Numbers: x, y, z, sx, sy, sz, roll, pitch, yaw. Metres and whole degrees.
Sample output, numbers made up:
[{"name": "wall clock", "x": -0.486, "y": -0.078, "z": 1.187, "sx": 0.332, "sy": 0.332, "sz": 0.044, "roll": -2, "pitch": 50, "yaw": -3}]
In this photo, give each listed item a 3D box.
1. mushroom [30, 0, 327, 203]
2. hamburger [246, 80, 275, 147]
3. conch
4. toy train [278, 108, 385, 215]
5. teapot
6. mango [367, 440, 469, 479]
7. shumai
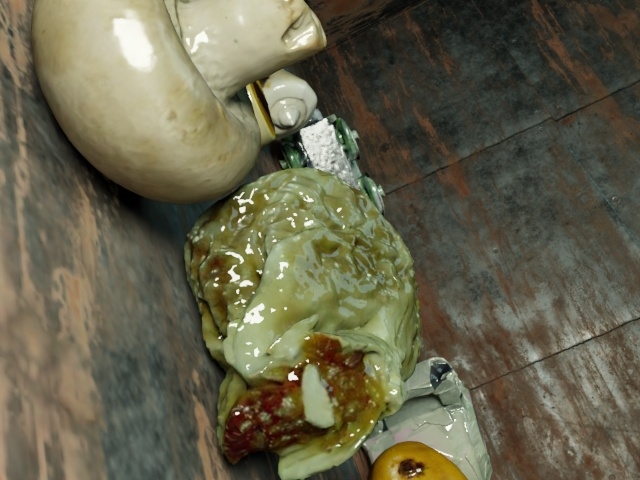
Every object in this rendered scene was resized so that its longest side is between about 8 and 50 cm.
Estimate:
[{"name": "mushroom", "x": -0.095, "y": -0.134, "z": 0.466, "sx": 0.204, "sy": 0.204, "sz": 0.204, "roll": -24, "pitch": 90, "yaw": -82}, {"name": "hamburger", "x": -0.113, "y": -0.172, "z": 0.864, "sx": 0.126, "sy": 0.082, "sz": 0.141, "roll": 51, "pitch": 21, "yaw": -72}, {"name": "conch", "x": -0.111, "y": -0.257, "z": 1.126, "sx": 0.158, "sy": 0.127, "sz": 0.255, "roll": 20, "pitch": 14, "yaw": -38}, {"name": "toy train", "x": 0.022, "y": -0.133, "z": 1.391, "sx": 0.249, "sy": 0.174, "sz": 0.307, "roll": -134, "pitch": -160, "yaw": -87}, {"name": "teapot", "x": 0.140, "y": 0.286, "z": 0.906, "sx": 0.221, "sy": 0.178, "sz": 0.163, "roll": 57, "pitch": 19, "yaw": -58}, {"name": "mango", "x": 0.129, "y": 0.343, "z": 0.754, "sx": 0.177, "sy": 0.120, "sz": 0.294, "roll": 56, "pitch": -11, "yaw": 42}, {"name": "shumai", "x": 0.001, "y": 0.078, "z": 0.526, "sx": 0.255, "sy": 0.189, "sz": 0.218, "roll": 56, "pitch": 10, "yaw": -26}]
